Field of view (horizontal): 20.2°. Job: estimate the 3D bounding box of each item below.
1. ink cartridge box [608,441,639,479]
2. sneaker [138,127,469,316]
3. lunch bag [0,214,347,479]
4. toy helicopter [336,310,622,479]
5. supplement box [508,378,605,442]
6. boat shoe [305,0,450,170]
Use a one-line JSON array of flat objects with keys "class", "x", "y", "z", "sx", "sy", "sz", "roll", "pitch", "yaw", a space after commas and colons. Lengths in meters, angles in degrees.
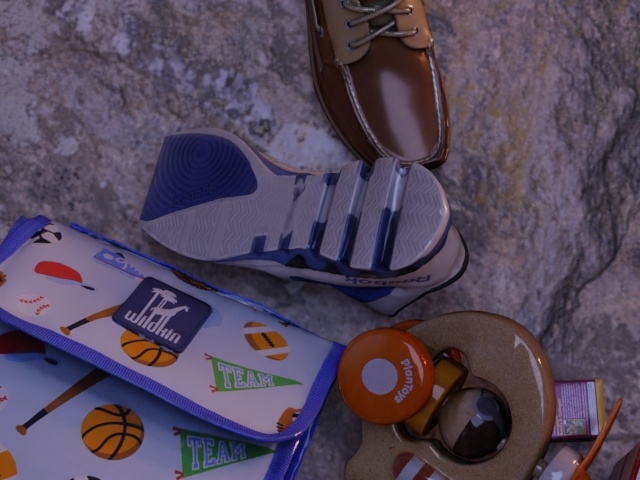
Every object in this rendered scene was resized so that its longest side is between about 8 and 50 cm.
[{"class": "ink cartridge box", "x": 0.316, "y": 0.225, "z": 1.578, "sx": 0.109, "sy": 0.150, "sz": 0.063, "roll": 19, "pitch": 73, "yaw": 2}, {"class": "sneaker", "x": 0.001, "y": 0.000, "z": 1.635, "sx": 0.315, "sy": 0.182, "sz": 0.127, "roll": 10, "pitch": 73, "yaw": 30}, {"class": "lunch bag", "x": -0.187, "y": 0.186, "z": 1.534, "sx": 0.328, "sy": 0.239, "sz": 0.385, "roll": 24, "pitch": 61, "yaw": 4}, {"class": "toy helicopter", "x": 0.133, "y": 0.239, "z": 1.574, "sx": 0.235, "sy": 0.140, "sz": 0.355, "roll": 6, "pitch": 92, "yaw": 16}, {"class": "supplement box", "x": 0.216, "y": 0.157, "z": 1.644, "sx": 0.083, "sy": 0.043, "sz": 0.055, "roll": -1, "pitch": 78, "yaw": -3}, {"class": "boat shoe", "x": 0.039, "y": -0.219, "z": 1.686, "sx": 0.123, "sy": 0.120, "sz": 0.324, "roll": -17, "pitch": 78, "yaw": -6}]
